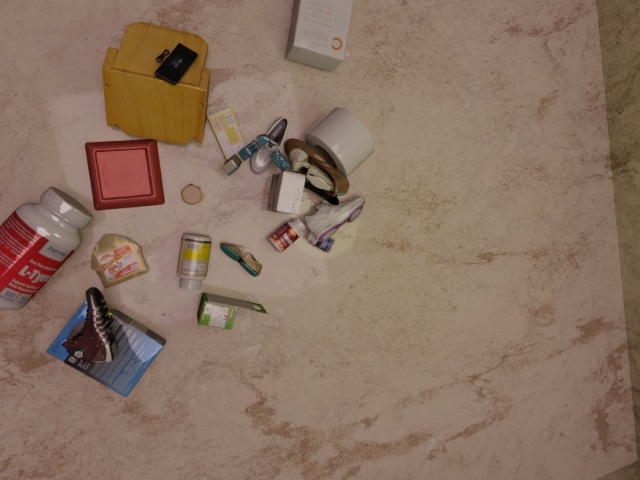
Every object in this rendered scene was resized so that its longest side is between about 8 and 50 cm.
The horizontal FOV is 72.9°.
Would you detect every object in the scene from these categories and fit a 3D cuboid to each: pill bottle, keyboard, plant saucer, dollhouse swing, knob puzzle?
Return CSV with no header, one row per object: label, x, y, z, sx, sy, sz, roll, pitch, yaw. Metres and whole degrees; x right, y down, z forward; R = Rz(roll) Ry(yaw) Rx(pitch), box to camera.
pill bottle,-1.003,0.020,1.505,0.229,0.229,0.408,41,83,-15
keyboard,-0.519,-0.629,1.529,0.108,0.023,0.180,28,59,-10
pill bottle,-0.503,0.084,1.715,0.117,0.117,0.215,8,92,-17
plant saucer,-0.746,-0.254,1.654,0.258,0.048,0.259,-7,96,-16
pill bottle,0.000,0.000,1.882,0.120,0.067,0.067,29,86,-16
dollhouse swing,-0.602,-0.599,1.653,0.346,0.305,0.315,7,133,-14
pill bottle,-0.140,-0.025,1.829,0.152,0.086,0.086,-42,104,-9
knob puzzle,-0.789,0.066,1.676,0.213,0.030,0.213,-1,96,-16

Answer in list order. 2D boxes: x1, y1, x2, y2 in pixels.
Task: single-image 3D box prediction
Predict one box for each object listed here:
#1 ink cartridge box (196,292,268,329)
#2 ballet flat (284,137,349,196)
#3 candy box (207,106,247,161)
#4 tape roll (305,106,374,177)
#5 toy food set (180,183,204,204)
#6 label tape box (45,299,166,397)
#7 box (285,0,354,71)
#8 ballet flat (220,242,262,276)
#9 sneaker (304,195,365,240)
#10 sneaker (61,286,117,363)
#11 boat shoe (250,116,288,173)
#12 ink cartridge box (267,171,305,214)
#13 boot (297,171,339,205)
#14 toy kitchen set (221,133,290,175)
ink cartridge box,-0.355,0.293,1.738,0.255,0.189,0.097,15,89,-17
ballet flat,-0.037,-0.291,1.757,0.342,0.116,0.124,42,40,8
candy box,-0.371,-0.426,1.758,0.105,0.027,0.206,-24,101,-9
tape roll,0.079,-0.397,1.780,0.169,0.246,0.246,-45,105,-9
toy food set,-0.517,-0.185,1.740,0.083,0.020,0.083,-28,101,-12
label tape box,-0.808,0.403,1.658,0.333,0.106,0.241,37,84,-13
box,0.000,-0.902,1.755,0.215,0.168,0.345,9,91,-17
ballet flat,-0.325,0.066,1.802,0.206,0.073,0.067,45,55,-18
sneaker,0.067,-0.128,1.864,0.305,0.114,0.152,-33,68,-28
sneaker,-0.841,0.315,1.538,0.162,0.106,0.281,-12,97,-10
boat shoe,-0.210,-0.396,1.778,0.095,0.084,0.258,25,87,-17
ink cartridge box,-0.142,-0.189,1.745,0.092,0.219,0.160,10,92,-17
boot,-0.007,-0.220,1.818,0.197,0.137,0.077,21,110,-16
toy kitchen set,-0.250,-0.297,1.703,0.207,0.122,0.166,-35,109,11
